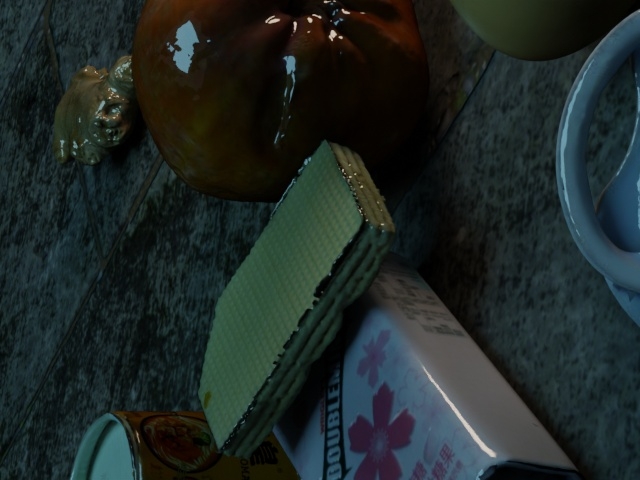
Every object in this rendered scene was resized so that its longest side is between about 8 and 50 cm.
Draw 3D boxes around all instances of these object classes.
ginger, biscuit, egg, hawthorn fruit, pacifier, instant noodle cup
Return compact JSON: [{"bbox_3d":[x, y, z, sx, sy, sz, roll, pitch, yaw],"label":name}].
[{"bbox_3d":[-0.265,-0.157,2.445,0.213,0.074,0.137,-11,69,54],"label":"ginger"},{"bbox_3d":[-0.026,0.052,1.695,0.252,0.052,0.150,-57,29,18],"label":"biscuit"},{"bbox_3d":[0.175,-0.257,1.516,0.201,0.201,0.244,-148,61,-61],"label":"egg"},{"bbox_3d":[-0.047,-0.148,1.836,0.298,0.277,0.277,130,142,-57],"label":"hawthorn fruit"},{"bbox_3d":[0.276,-0.056,1.310,0.207,0.227,0.279,13,-91,-78],"label":"pacifier"},{"bbox_3d":[-0.136,0.255,1.922,0.216,0.172,0.216,-30,55,56],"label":"instant noodle cup"}]

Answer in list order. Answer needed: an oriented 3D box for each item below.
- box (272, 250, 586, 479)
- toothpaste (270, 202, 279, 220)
[{"bbox_3d":[0.071,0.167,1.636,0.190,0.112,0.370,-69,28,19],"label":"box"},{"bbox_3d":[0.000,0.000,1.914,0.062,0.039,0.239,-66,28,14],"label":"toothpaste"}]
